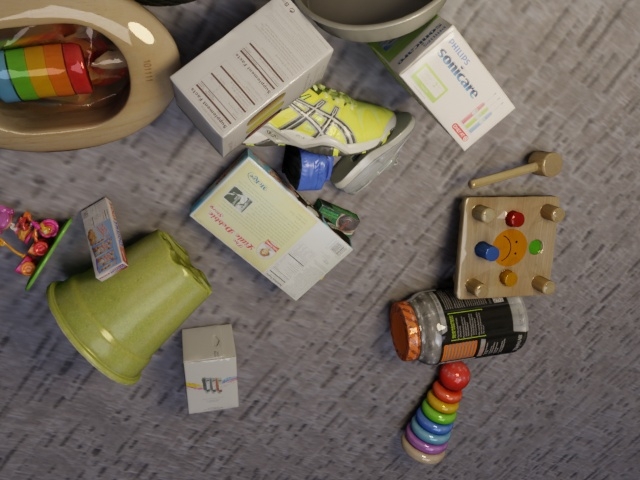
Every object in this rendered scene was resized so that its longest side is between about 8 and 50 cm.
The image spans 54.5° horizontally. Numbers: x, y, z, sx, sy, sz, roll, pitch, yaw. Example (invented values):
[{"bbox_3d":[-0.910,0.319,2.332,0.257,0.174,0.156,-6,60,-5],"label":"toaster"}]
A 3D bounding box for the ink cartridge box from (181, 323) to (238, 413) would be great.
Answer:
[{"bbox_3d":[-0.274,0.315,1.542,0.128,0.128,0.176,-4,122,-12],"label":"ink cartridge box"}]

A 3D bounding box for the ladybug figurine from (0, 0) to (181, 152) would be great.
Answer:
[{"bbox_3d":[-0.467,-0.304,1.051,0.450,0.161,0.304,-6,133,-12],"label":"ladybug figurine"}]

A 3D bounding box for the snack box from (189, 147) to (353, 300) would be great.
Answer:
[{"bbox_3d":[-0.105,-0.028,1.373,0.187,0.060,0.322,-42,113,15],"label":"snack box"}]

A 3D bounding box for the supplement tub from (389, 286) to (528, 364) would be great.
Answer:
[{"bbox_3d":[0.352,0.214,1.608,0.316,0.193,0.193,-6,124,-12],"label":"supplement tub"}]

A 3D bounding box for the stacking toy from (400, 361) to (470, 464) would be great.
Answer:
[{"bbox_3d":[0.349,0.494,1.841,0.141,0.141,0.330,7,114,-19],"label":"stacking toy"}]

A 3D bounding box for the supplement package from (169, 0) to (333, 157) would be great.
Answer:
[{"bbox_3d":[-0.119,-0.281,1.078,0.244,0.139,0.134,-41,90,-10],"label":"supplement package"}]

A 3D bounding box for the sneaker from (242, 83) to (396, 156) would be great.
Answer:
[{"bbox_3d":[-0.025,-0.261,1.223,0.385,0.145,0.147,0,122,-17],"label":"sneaker"}]

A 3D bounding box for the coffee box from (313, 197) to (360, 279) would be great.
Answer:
[{"bbox_3d":[0.000,0.000,1.463,0.113,0.040,0.184,23,114,-27],"label":"coffee box"}]

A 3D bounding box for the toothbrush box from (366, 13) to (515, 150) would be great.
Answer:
[{"bbox_3d":[0.205,-0.325,1.158,0.122,0.283,0.206,-42,124,13],"label":"toothbrush box"}]

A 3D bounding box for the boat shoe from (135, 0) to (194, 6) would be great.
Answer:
[{"bbox_3d":[-0.227,-0.480,1.054,0.325,0.122,0.119,-7,92,-1],"label":"boat shoe"}]

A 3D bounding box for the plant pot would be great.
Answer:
[{"bbox_3d":[-0.384,0.119,1.327,0.254,0.276,0.276,-39,125,-3],"label":"plant pot"}]

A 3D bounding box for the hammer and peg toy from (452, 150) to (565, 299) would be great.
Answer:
[{"bbox_3d":[0.447,-0.037,1.498,0.266,0.127,0.360,-2,104,-14],"label":"hammer and peg toy"}]

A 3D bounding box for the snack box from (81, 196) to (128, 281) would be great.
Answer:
[{"bbox_3d":[-0.439,-0.005,1.260,0.064,0.178,0.022,-29,147,4],"label":"snack box"}]

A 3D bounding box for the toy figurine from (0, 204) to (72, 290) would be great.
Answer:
[{"bbox_3d":[-0.620,-0.010,1.257,0.159,0.130,0.173,33,88,-21],"label":"toy figurine"}]

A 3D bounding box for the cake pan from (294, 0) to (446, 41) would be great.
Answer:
[{"bbox_3d":[0.094,-0.451,1.064,0.294,0.293,0.054,-23,150,0],"label":"cake pan"}]

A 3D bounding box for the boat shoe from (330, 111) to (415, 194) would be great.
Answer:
[{"bbox_3d":[0.125,-0.186,1.361,0.227,0.079,0.081,-40,133,18],"label":"boat shoe"}]

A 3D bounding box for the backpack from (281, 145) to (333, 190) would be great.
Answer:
[{"bbox_3d":[-0.023,-0.162,1.302,0.101,0.120,0.097,-3,122,-13],"label":"backpack"}]
